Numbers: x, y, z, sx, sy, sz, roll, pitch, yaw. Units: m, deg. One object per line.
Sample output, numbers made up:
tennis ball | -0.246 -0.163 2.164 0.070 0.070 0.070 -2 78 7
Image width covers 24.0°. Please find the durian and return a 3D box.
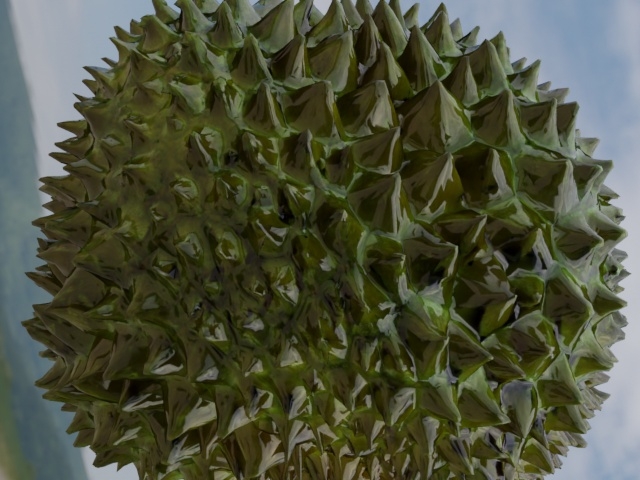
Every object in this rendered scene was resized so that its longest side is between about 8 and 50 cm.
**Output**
durian | 0.004 0.000 0.569 0.200 0.237 0.176 -65 168 -55
